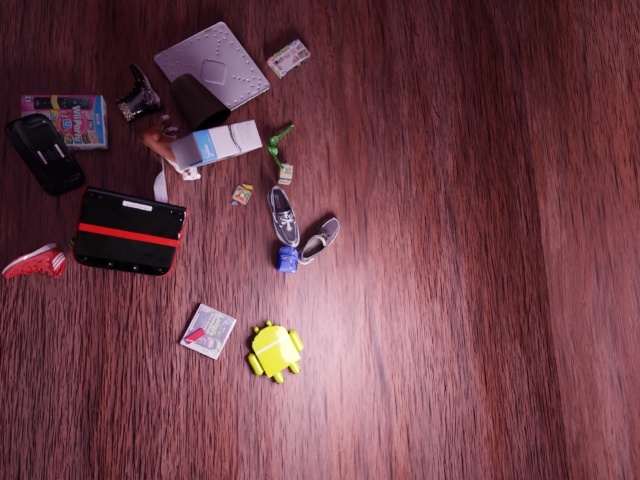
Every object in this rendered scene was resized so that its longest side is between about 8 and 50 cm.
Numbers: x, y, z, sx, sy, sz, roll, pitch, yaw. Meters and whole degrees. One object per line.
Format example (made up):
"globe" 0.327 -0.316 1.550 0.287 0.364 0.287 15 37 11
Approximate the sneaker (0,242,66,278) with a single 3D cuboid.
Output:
"sneaker" -1.136 0.114 1.634 0.221 0.087 0.128 -35 91 -16

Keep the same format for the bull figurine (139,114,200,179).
"bull figurine" -0.646 -0.412 1.834 0.310 0.101 0.188 37 68 -13

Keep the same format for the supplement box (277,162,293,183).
"supplement box" -0.169 -0.318 1.953 0.056 0.083 0.083 6 80 -14

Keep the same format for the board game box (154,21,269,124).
"board game box" -0.510 -0.792 1.950 0.390 0.050 0.389 -38 93 -17

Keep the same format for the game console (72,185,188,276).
"game console" -0.768 -0.023 1.653 0.387 0.060 0.341 12 110 -26

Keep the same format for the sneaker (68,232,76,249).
"sneaker" -0.890 -0.031 1.699 0.296 0.123 0.109 -28 89 -18

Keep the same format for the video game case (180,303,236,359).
"video game case" -0.492 0.400 1.795 0.173 0.022 0.190 28 76 -10

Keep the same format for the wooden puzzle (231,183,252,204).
"wooden puzzle" -0.370 -0.215 1.922 0.079 0.014 0.116 20 78 -11

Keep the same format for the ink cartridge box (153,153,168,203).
"ink cartridge box" -0.690 -0.238 1.750 0.066 0.189 0.232 -11 85 -21

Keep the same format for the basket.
"basket" -0.550 -0.608 1.813 0.204 0.154 0.226 -40 90 -23

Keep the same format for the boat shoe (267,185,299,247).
"boat shoe" -0.169 -0.112 1.913 0.108 0.102 0.301 -15 86 -16

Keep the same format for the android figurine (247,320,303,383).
"android figurine" -0.204 0.497 1.840 0.248 0.056 0.272 -29 91 -17

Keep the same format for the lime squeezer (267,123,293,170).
"lime squeezer" -0.203 -0.444 1.957 0.110 0.058 0.310 10 55 -7

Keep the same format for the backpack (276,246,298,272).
"backpack" -0.149 0.087 1.883 0.098 0.101 0.120 7 83 -3

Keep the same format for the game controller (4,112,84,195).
"game controller" -1.110 -0.344 1.656 0.167 0.067 0.319 -30 119 -20

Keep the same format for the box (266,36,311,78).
"box" -0.160 -0.925 2.069 0.207 0.036 0.114 -42 94 -16

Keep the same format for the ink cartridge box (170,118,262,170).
"ink cartridge box" -0.446 -0.412 1.762 0.308 0.223 0.128 -28 106 -40

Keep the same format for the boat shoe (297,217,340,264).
"boat shoe" 0.000 0.000 1.947 0.103 0.092 0.285 47 75 -6

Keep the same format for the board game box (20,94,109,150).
"board game box" -1.077 -0.497 1.733 0.304 0.097 0.223 -5 84 -16

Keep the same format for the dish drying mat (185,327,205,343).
"dish drying mat" -0.541 0.414 1.765 0.083 0.008 0.032 -31 90 -16

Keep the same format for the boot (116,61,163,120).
"boot" -0.840 -0.663 1.826 0.179 0.085 0.236 -32 91 -15
